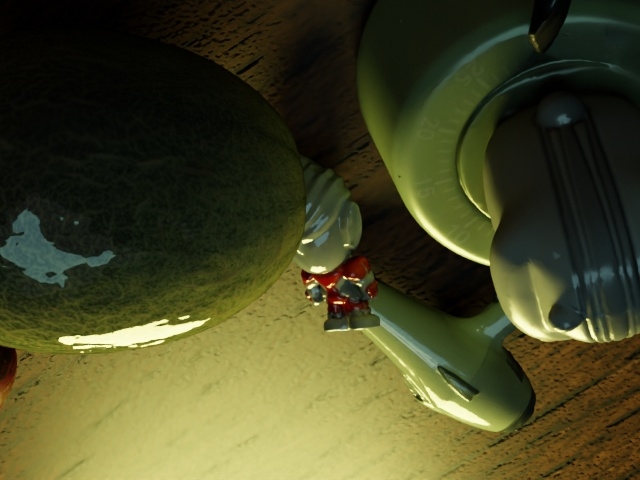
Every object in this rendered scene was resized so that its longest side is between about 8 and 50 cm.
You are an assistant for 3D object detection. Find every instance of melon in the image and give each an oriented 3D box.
[{"bbox_3d":[-0.172,-0.036,1.453,0.329,0.248,0.248,2,130,-17],"label":"melon"}]

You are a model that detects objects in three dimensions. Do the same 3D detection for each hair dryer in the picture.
[{"bbox_3d":[0.112,0.048,1.679,0.219,0.088,0.225,16,113,-14],"label":"hair dryer"}]

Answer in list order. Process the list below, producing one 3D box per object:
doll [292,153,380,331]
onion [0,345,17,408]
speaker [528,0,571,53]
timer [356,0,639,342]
[{"bbox_3d":[0.000,0.000,1.604,0.094,0.079,0.180,-4,118,37],"label":"doll"},{"bbox_3d":[-0.311,0.104,1.650,0.118,0.118,0.117,-39,157,24],"label":"onion"},{"bbox_3d":[0.277,-0.292,1.279,0.388,0.180,0.184,-25,87,9],"label":"speaker"},{"bbox_3d":[0.186,-0.048,1.440,0.291,0.315,0.291,-4,131,-4],"label":"timer"}]
